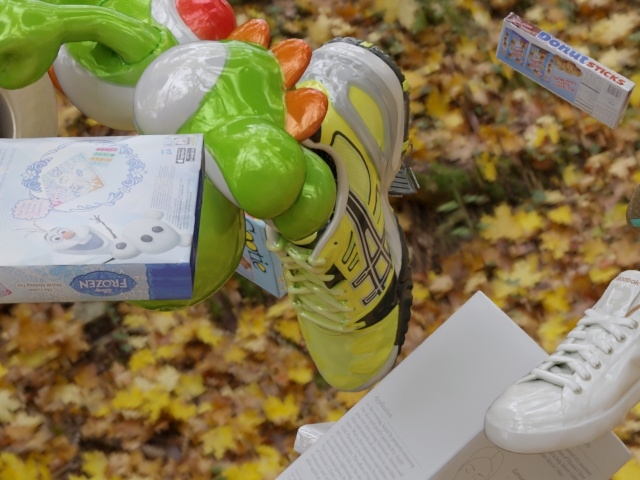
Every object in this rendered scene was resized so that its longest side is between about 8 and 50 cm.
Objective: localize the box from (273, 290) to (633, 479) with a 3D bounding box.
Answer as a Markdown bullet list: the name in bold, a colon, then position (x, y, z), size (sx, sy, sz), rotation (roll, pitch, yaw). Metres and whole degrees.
- **box**: position (0.150, 0.269, 1.291), size (0.345, 0.215, 0.168), rotation (-43, 36, 2)

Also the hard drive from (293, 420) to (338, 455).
- **hard drive**: position (0.167, 0.332, 1.543), size (0.353, 0.047, 0.233), rotation (17, 3, 29)

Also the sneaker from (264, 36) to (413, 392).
- **sneaker**: position (0.000, 0.000, 1.083), size (0.145, 0.384, 0.147), rotation (14, 37, 30)

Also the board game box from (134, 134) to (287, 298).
- **board game box**: position (-0.117, -0.067, 1.531), size (0.275, 0.144, 0.142), rotation (30, 58, 32)

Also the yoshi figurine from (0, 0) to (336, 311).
- **yoshi figurine**: position (-0.138, -0.082, 0.775), size (0.204, 0.203, 0.362), rotation (-10, 37, -33)

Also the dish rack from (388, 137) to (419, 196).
- **dish rack**: position (0.054, -0.179, 1.805), size (0.208, 0.074, 0.271), rotation (6, 40, -24)

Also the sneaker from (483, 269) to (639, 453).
- **sneaker**: position (0.262, 0.098, 1.045), size (0.290, 0.123, 0.106), rotation (-23, 22, -30)

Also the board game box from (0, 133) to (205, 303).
- **board game box**: position (-0.091, -0.010, 0.427), size (0.090, 0.020, 0.090), rotation (0, 36, -1)

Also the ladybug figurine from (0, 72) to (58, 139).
- **ladybug figurine**: position (-0.501, -0.098, 1.347), size (0.162, 0.305, 0.449), rotation (-32, 21, 51)

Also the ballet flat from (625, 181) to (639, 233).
- **ballet flat**: position (0.484, -0.093, 1.357), size (0.342, 0.116, 0.124), rotation (-34, 4, -35)

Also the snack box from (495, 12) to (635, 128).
- **snack box**: position (0.292, -0.205, 1.335), size (0.178, 0.064, 0.022), rotation (36, 59, 22)
